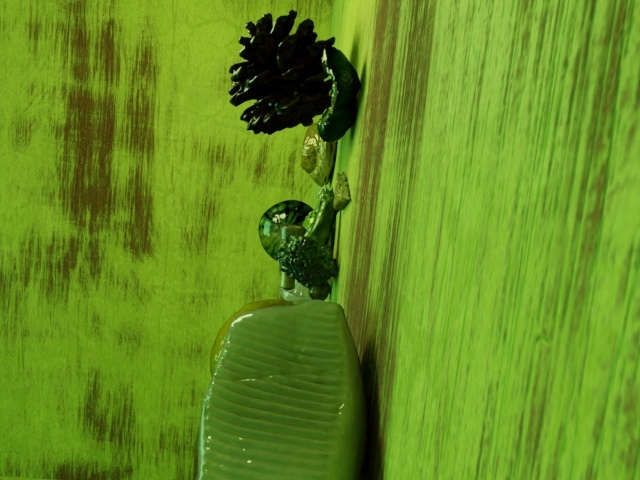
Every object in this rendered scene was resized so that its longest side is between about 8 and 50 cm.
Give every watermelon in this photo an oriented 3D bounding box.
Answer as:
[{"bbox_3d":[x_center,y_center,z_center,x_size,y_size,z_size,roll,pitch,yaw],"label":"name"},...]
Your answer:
[{"bbox_3d":[-0.136,-0.039,2.306,0.285,0.285,0.285,-175,90,-86],"label":"watermelon"}]

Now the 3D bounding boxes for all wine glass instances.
[{"bbox_3d":[-0.061,0.122,1.930,0.165,0.165,0.196,-95,14,-69],"label":"wine glass"}]

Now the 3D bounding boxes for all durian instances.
[{"bbox_3d":[-0.006,-0.027,1.712,0.132,0.107,0.374,-165,76,-81],"label":"durian"}]

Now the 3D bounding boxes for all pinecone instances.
[{"bbox_3d":[-0.110,-0.520,1.618,0.398,0.398,0.397,-175,90,-86],"label":"pinecone"}]

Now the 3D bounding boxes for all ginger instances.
[{"bbox_3d":[-0.038,0.105,1.649,0.204,0.080,0.104,51,129,21],"label":"ginger"}]

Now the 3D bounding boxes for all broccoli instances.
[{"bbox_3d":[0.007,0.017,1.537,0.274,0.177,0.198,-54,-52,-34],"label":"broccoli"}]

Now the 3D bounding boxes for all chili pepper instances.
[{"bbox_3d":[0.054,-0.369,1.385,0.264,0.116,0.148,99,163,-51],"label":"chili pepper"}]

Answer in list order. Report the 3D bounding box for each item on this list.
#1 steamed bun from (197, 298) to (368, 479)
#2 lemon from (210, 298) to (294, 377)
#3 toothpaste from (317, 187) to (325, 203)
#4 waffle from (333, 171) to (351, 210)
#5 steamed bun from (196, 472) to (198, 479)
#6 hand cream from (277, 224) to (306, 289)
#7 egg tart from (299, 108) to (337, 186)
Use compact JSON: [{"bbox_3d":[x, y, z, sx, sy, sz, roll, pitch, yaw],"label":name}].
[{"bbox_3d":[-0.042,0.300,0.835,0.236,0.247,0.383,71,-164,-45],"label":"steamed bun"},{"bbox_3d":[-0.138,0.334,1.458,0.349,0.350,0.387,-89,9,-47],"label":"lemon"},{"bbox_3d":[0.015,-0.034,1.843,0.058,0.056,0.314,23,-120,-47],"label":"toothpaste"},{"bbox_3d":[0.065,-0.151,1.407,0.191,0.032,0.125,132,146,-80],"label":"waffle"},{"bbox_3d":[-0.129,0.564,1.173,0.374,0.334,0.333,-139,54,-79],"label":"steamed bun"},{"bbox_3d":[-0.092,0.054,1.598,0.084,0.084,0.203,-120,36,-83],"label":"hand cream"},{"bbox_3d":[-0.008,-0.363,2.040,0.319,0.128,0.318,-172,90,-87],"label":"egg tart"}]
